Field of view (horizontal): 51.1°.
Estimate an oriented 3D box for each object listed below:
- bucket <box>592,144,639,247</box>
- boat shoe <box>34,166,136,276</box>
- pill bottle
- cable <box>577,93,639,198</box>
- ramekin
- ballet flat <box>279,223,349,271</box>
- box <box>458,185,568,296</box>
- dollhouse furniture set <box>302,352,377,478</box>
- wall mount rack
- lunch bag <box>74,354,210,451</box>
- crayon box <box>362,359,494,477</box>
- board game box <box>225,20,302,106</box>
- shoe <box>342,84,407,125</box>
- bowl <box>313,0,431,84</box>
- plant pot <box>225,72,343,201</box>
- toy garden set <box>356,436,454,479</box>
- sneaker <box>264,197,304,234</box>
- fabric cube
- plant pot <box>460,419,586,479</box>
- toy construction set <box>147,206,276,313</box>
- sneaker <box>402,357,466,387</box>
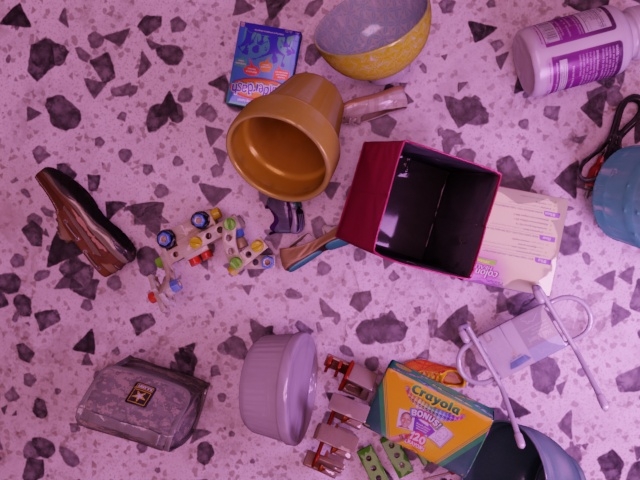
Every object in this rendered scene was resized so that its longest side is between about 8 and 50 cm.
[{"bbox_3d":[0.791,-0.099,1.557,0.281,0.183,0.281,-4,101,-20],"label":"bucket"},{"bbox_3d":[-0.617,-0.042,1.706,0.120,0.122,0.324,-42,88,6],"label":"boat shoe"},{"bbox_3d":[0.633,-0.462,1.605,0.301,0.169,0.169,-14,90,3],"label":"pill bottle"},{"bbox_3d":[0.723,-0.229,1.673,0.139,0.072,0.287,13,80,9],"label":"cable"},{"bbox_3d":[-0.101,0.352,1.622,0.127,0.273,0.273,3,91,15],"label":"ramekin"},{"bbox_3d":[0.000,0.000,1.697,0.232,0.080,0.073,-26,74,2],"label":"ballet flat"},{"bbox_3d":[0.467,-0.002,1.649,0.213,0.117,0.243,10,91,2],"label":"box"},{"bbox_3d":[0.031,0.424,1.630,0.135,0.262,0.259,22,59,4],"label":"dollhouse furniture set"},{"bbox_3d":[0.485,0.284,1.547,0.350,0.130,0.304,-33,77,20],"label":"wall mount rack"},{"bbox_3d":[-0.424,0.401,1.621,0.235,0.287,0.169,17,92,3],"label":"lunch bag"},{"bbox_3d":[0.261,0.431,1.634,0.278,0.081,0.165,25,101,11],"label":"crayon box"},{"bbox_3d":[-0.143,-0.436,1.706,0.160,0.047,0.210,10,93,3],"label":"board game box"},{"bbox_3d":[0.114,-0.327,1.681,0.219,0.076,0.058,-19,85,1],"label":"shoe"},{"bbox_3d":[0.143,-0.473,1.620,0.289,0.289,0.156,-25,133,3],"label":"bowl"},{"bbox_3d":[-0.058,-0.259,1.566,0.254,0.254,0.239,24,50,2],"label":"plant pot"},{"bbox_3d":[0.247,0.571,1.699,0.244,0.049,0.204,-28,78,1],"label":"toy garden set"},{"bbox_3d":[-0.102,-0.125,1.698,0.098,0.083,0.224,-6,86,16],"label":"sneaker"},{"bbox_3d":[0.217,-0.076,1.557,0.254,0.258,0.259,15,92,-19],"label":"fabric cube"},{"bbox_3d":[0.505,0.589,1.599,0.196,0.293,0.293,13,92,-24],"label":"plant pot"},{"bbox_3d":[-0.294,0.042,1.685,0.327,0.151,0.215,-27,90,-8],"label":"toy construction set"},{"bbox_3d":[0.283,0.336,1.692,0.175,0.067,0.064,3,93,5],"label":"sneaker"}]
